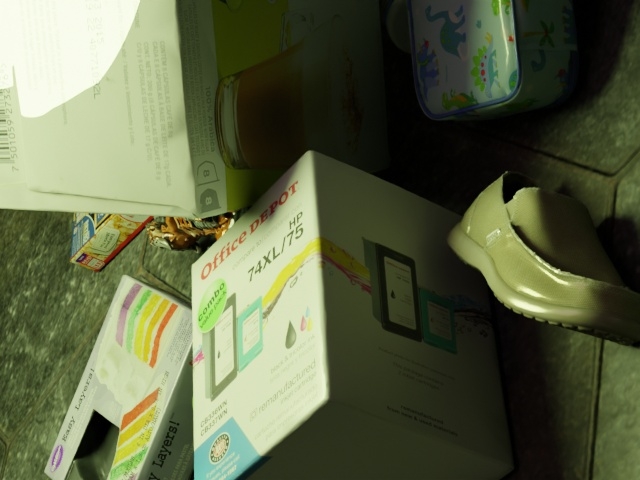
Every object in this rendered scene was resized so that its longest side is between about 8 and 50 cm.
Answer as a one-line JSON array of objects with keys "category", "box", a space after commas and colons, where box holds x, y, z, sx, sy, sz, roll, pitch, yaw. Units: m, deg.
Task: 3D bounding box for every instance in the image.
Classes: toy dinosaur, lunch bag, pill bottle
[{"category": "toy dinosaur", "box": [-0.085, -0.095, 2.103, 0.322, 0.164, 0.218, -19, 66, 29]}, {"category": "lunch bag", "box": [0.149, -0.220, 1.739, 0.176, 0.090, 0.219, -11, 83, 56]}, {"category": "pill bottle", "box": [0.087, -0.250, 1.937, 0.078, 0.078, 0.137, -56, 30, 21]}]

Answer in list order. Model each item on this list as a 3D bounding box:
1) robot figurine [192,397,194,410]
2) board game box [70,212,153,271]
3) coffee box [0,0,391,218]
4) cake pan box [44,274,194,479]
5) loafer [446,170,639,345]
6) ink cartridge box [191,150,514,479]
[{"category": "robot figurine", "box": [-0.089, 0.174, 1.949, 0.115, 0.067, 0.101, -134, 42, -59]}, {"category": "board game box", "box": [-0.246, -0.072, 2.417, 0.193, 0.045, 0.146, -41, 38, 40]}, {"category": "coffee box", "box": [-0.163, -0.214, 1.846, 0.338, 0.334, 0.337, 2, 101, 34]}, {"category": "cake pan box", "box": [-0.200, 0.189, 2.134, 0.246, 0.070, 0.266, 25, 93, 64]}, {"category": "loafer", "box": [0.184, 0.007, 1.562, 0.268, 0.102, 0.092, 39, 110, 61]}, {"category": "ink cartridge box", "box": [0.020, 0.105, 1.673, 0.198, 0.197, 0.270, -43, 36, 37]}]
